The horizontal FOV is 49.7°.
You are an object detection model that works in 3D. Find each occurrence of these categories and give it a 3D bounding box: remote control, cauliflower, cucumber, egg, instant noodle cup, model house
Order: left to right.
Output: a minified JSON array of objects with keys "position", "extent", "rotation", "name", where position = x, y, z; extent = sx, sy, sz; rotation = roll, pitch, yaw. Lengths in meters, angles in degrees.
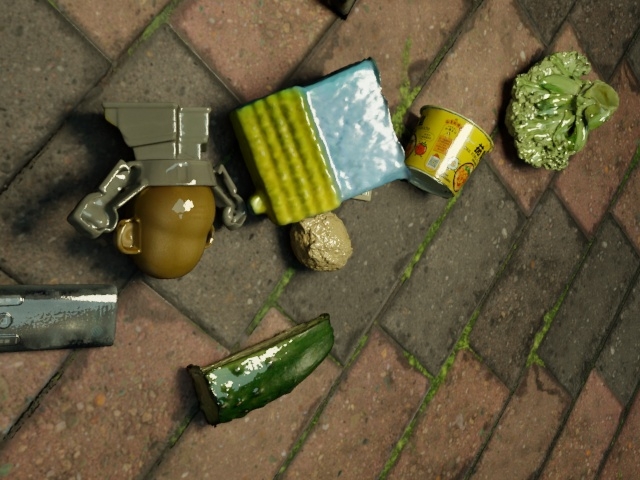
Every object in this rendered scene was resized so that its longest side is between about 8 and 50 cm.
[{"position":[-0.502,0.120,1.057],"extent":[0.377,0.044,0.107],"rotation":[3,88,-35],"name":"remote control"},{"position":[-0.084,0.242,1.324],"extent":[0.325,0.105,0.145],"rotation":[-22,105,-35],"name":"cucumber"},{"position":[-0.014,-0.172,1.277],"extent":[0.303,0.215,0.237],"rotation":[-24,104,-16],"name":"model house"},{"position":[0.000,0.000,1.354],"extent":[0.140,0.118,0.116],"rotation":[39,88,-21],"name":"egg"},{"position":[0.261,-0.183,1.496],"extent":[0.182,0.182,0.144],"rotation":[34,83,-32],"name":"instant noodle cup"},{"position":[0.583,-0.310,1.660],"extent":[0.272,0.250,0.275],"rotation":[-25,103,-33],"name":"cauliflower"}]

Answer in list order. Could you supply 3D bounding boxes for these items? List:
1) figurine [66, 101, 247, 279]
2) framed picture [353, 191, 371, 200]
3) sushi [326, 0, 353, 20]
[{"position":[-0.254,-0.078,1.141],"extent":[0.342,0.167,0.285],"rotation":[-5,94,-31],"name":"figurine"},{"position":[0.056,-0.191,1.441],"extent":[0.150,0.015,0.203],"rotation":[7,89,-35],"name":"framed picture"},{"position":[0.065,-0.589,1.367],"extent":[0.109,0.134,0.273],"rotation":[28,87,-1],"name":"sushi"}]
